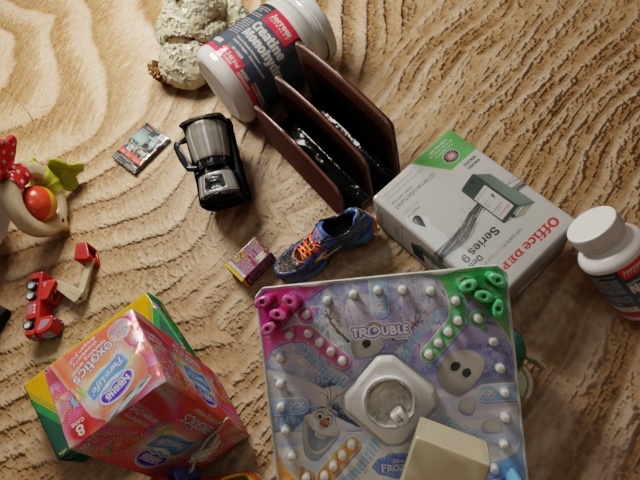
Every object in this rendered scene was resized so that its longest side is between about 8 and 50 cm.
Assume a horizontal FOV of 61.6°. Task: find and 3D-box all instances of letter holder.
[{"bbox_3d":[0.004,-0.223,1.076,0.152,0.214,0.302,-38,64,-8],"label":"letter holder"}]

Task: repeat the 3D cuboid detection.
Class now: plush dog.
[{"bbox_3d":[-0.313,-0.476,1.294,0.263,0.211,0.225,2,91,14],"label":"plush dog"}]

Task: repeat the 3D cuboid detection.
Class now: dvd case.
[{"bbox_3d":[-0.424,-0.218,1.270,0.087,0.013,0.119,34,76,23],"label":"dvd case"}]

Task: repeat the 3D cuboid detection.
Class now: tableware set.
[{"bbox_3d":[0.268,0.210,0.914,0.194,0.039,0.128,35,91,29],"label":"tableware set"}]

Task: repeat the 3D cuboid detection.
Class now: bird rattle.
[{"bbox_3d":[-0.606,-0.110,1.137,0.143,0.253,0.206,-16,87,4],"label":"bird rattle"}]

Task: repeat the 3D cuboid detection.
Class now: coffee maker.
[{"bbox_3d":[-0.209,-0.159,1.137,0.120,0.171,0.178,-18,82,26],"label":"coffee maker"}]

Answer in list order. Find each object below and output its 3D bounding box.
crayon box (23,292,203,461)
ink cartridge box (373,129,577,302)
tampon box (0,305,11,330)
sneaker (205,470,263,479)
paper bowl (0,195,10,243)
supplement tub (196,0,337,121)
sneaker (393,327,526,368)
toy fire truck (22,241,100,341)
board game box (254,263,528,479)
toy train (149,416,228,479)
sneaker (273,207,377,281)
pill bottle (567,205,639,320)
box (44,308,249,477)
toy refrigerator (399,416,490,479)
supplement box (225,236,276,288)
[{"bbox_3d":[-0.380,0.250,0.996,0.278,0.081,0.165,-39,64,-8],"label":"crayon box"},{"bbox_3d":[0.274,-0.032,0.984,0.211,0.121,0.289,-42,65,-10],"label":"ink cartridge box"},{"bbox_3d":[-0.742,0.186,1.086,0.121,0.101,0.160,13,67,16],"label":"tampon box"},{"bbox_3d":[-0.183,0.417,0.887,0.175,0.067,0.064,-21,64,2],"label":"sneaker"},{"bbox_3d":[-0.768,-0.056,1.107,0.148,0.284,0.284,4,66,12],"label":"paper bowl"},{"bbox_3d":[-0.119,-0.413,1.206,0.272,0.191,0.191,-38,64,-8],"label":"supplement tub"},{"bbox_3d":[0.173,0.167,0.879,0.303,0.121,0.108,1,73,24],"label":"sneaker"},{"bbox_3d":[-0.535,0.106,1.116,0.136,0.047,0.191,-12,64,4],"label":"toy fire truck"},{"bbox_3d":[0.106,0.249,0.822,0.391,0.050,0.389,-6,92,8],"label":"board game box"},{"bbox_3d":[-0.186,0.406,0.802,0.248,0.105,0.143,-47,63,5],"label":"toy train"},{"bbox_3d":[0.000,0.000,1.034,0.221,0.087,0.083,-34,60,5],"label":"sneaker"},{"bbox_3d":[0.487,0.035,0.871,0.180,0.108,0.108,44,76,-15],"label":"pill bottle"},{"bbox_3d":[-0.256,0.257,0.838,0.154,0.299,0.142,-35,54,-7],"label":"box"},{"bbox_3d":[0.146,0.400,0.752,0.102,0.094,0.269,17,95,13],"label":"toy refrigerator"},{"bbox_3d":[-0.139,0.045,1.071,0.083,0.043,0.055,-44,65,-10],"label":"supplement box"}]
